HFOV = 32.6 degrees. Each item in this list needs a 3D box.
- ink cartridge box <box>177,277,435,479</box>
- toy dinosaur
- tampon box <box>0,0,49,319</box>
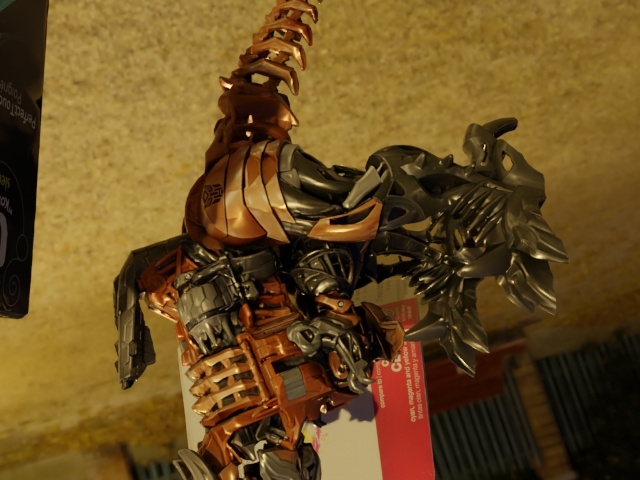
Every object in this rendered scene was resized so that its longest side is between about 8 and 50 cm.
[{"bbox_3d":[-0.008,0.110,0.832,0.176,0.127,0.128,-6,-166,5],"label":"ink cartridge box"},{"bbox_3d":[0.000,0.000,0.591,0.218,0.322,0.164,3,-179,-9],"label":"toy dinosaur"},{"bbox_3d":[-0.144,-0.062,0.294,0.101,0.161,0.120,0,171,10],"label":"tampon box"}]
